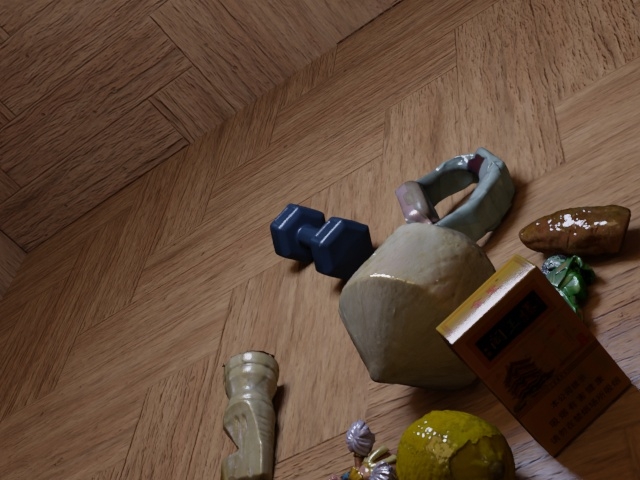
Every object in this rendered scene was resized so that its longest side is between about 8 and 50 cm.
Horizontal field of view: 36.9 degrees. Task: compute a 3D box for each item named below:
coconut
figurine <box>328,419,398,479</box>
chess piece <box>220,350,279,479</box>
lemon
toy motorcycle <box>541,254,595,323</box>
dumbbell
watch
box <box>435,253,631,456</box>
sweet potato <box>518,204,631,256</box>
[{"bbox_3d":[0.178,0.135,1.728,0.329,0.329,0.329,-33,27,19],"label":"coconut"},{"bbox_3d":[0.079,0.414,1.643,0.240,0.116,0.175,-37,28,-3],"label":"figurine"},{"bbox_3d":[-0.148,0.388,2.025,0.137,0.137,0.301,-30,39,25],"label":"chess piece"},{"bbox_3d":[0.207,0.350,1.488,0.193,0.180,0.180,21,63,35],"label":"lemon"},{"bbox_3d":[0.432,0.091,1.703,0.106,0.074,0.190,-12,38,33],"label":"toy motorcycle"},{"bbox_3d":[0.000,0.001,2.361,0.144,0.156,0.316,-19,17,-23],"label":"dumbbell"},{"bbox_3d":[0.304,-0.084,2.083,0.241,0.161,0.253,-25,31,8],"label":"watch"},{"bbox_3d":[0.327,0.178,1.467,0.174,0.274,0.076,-43,22,-2],"label":"box"},{"bbox_3d":[0.471,-0.012,1.773,0.252,0.097,0.097,-10,41,50],"label":"sweet potato"}]
